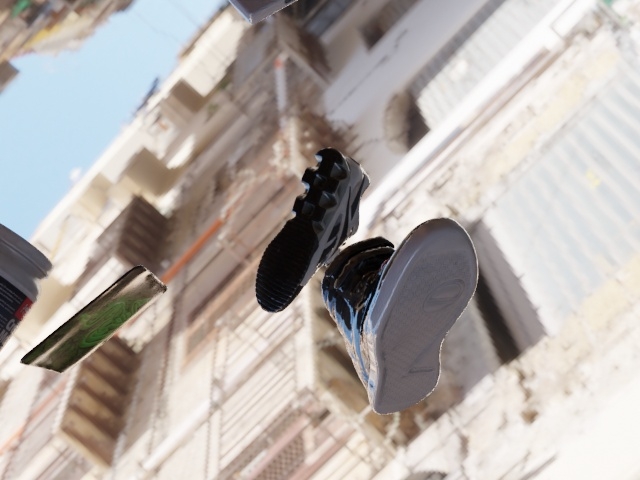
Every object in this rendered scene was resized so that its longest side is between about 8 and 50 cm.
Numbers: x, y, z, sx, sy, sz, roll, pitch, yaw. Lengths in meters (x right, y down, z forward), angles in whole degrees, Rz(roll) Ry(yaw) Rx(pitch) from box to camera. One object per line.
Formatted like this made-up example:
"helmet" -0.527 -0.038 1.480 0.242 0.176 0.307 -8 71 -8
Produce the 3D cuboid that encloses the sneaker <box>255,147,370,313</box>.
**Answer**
"sneaker" 0.000 0.000 2.106 0.122 0.330 0.146 33 -174 41

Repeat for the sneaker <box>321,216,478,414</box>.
"sneaker" 0.061 0.039 1.061 0.295 0.105 0.147 97 150 -55

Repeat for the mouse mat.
"mouse mat" -0.232 0.086 1.172 0.007 0.153 0.189 50 175 8

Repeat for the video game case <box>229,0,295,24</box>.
"video game case" -0.071 -0.411 1.498 0.227 0.206 0.026 50 163 26

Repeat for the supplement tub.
"supplement tub" -0.633 0.111 2.033 0.191 0.272 0.191 30 163 10
